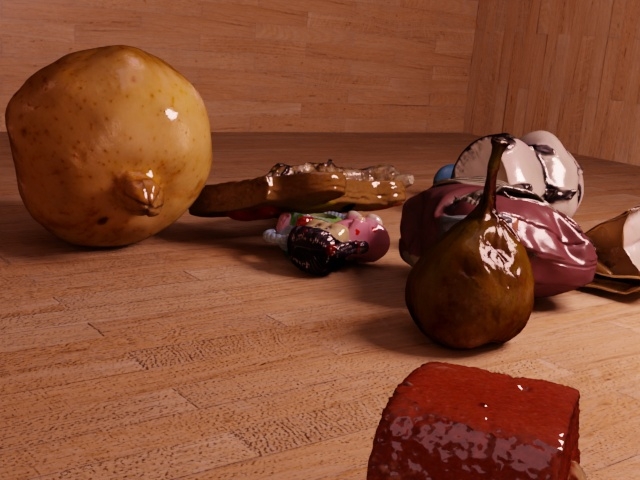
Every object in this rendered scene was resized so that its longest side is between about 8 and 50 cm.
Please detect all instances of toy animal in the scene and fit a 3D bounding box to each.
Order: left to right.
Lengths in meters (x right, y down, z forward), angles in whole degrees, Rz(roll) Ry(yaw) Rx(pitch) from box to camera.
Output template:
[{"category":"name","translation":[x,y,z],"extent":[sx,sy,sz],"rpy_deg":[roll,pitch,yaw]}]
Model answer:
[{"category":"toy animal","translation":[0.480,-0.136,2.065],"extent":[0.310,0.250,0.251],"rpy_deg":[4,11,-39]}]

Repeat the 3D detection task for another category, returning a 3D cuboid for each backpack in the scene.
[{"category":"backpack","translation":[0.312,-0.002,1.492],"extent":[0.317,0.197,0.283],"rpy_deg":[6,10,-8]}]

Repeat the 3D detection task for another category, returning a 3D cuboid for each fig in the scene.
[{"category":"fig","translation":[0.243,0.021,1.244],"extent":[0.191,0.290,0.190],"rpy_deg":[29,16,-9]}]

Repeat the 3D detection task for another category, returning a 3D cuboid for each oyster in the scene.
[{"category":"oyster","translation":[0.034,-0.161,2.288],"extent":[0.396,0.110,0.204],"rpy_deg":[0,10,-4]}]

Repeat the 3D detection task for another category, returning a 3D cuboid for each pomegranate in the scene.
[{"category":"pomegranate","translation":[-0.367,-0.156,1.582],"extent":[0.410,0.410,0.410],"rpy_deg":[5,13,-1]}]

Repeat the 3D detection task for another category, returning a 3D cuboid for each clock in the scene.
[{"category":"clock","translation":[0.000,0.000,1.600],"extent":[0.194,0.100,0.195],"rpy_deg":[9,11,35]}]

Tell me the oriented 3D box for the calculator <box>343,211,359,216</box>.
[{"category":"calculator","translation":[0.036,-0.066,2.046],"extent":[0.103,0.024,0.166],"rpy_deg":[0,15,-18]}]

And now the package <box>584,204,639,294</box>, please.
[{"category":"package","translation":[0.600,0.027,1.658],"extent":[0.311,0.165,0.221],"rpy_deg":[-16,-18,-48]}]

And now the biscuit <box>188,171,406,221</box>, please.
[{"category":"biscuit","translation":[-0.055,-0.076,1.781],"extent":[0.368,0.076,0.394],"rpy_deg":[-6,-3,30]}]

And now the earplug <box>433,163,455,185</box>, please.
[{"category":"earplug","translation":[0.429,-0.143,2.315],"extent":[0.273,0.132,0.132],"rpy_deg":[7,13,26]}]

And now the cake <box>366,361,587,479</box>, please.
[{"category":"cake","translation":[0.122,0.192,0.645],"extent":[0.151,0.176,0.283],"rpy_deg":[10,13,21]}]
